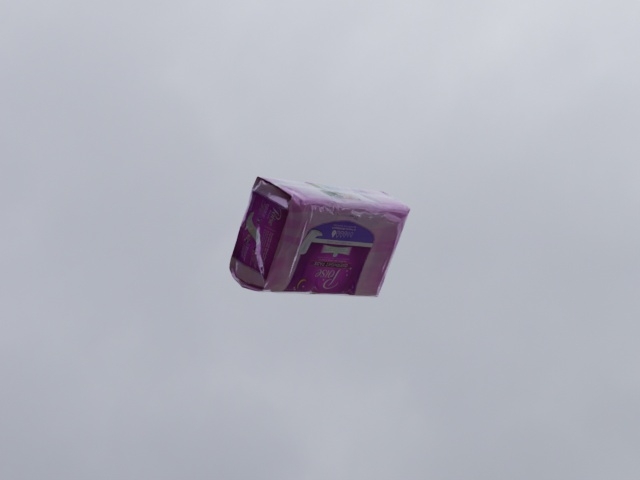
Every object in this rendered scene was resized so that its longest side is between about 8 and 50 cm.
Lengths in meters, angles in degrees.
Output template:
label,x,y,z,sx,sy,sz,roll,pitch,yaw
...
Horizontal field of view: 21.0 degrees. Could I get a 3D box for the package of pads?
label,x,y,z,sx,sy,sz,roll,pitch,yaw
package of pads,0.000,0.000,0.799,0.032,0.083,0.050,30,-72,42
